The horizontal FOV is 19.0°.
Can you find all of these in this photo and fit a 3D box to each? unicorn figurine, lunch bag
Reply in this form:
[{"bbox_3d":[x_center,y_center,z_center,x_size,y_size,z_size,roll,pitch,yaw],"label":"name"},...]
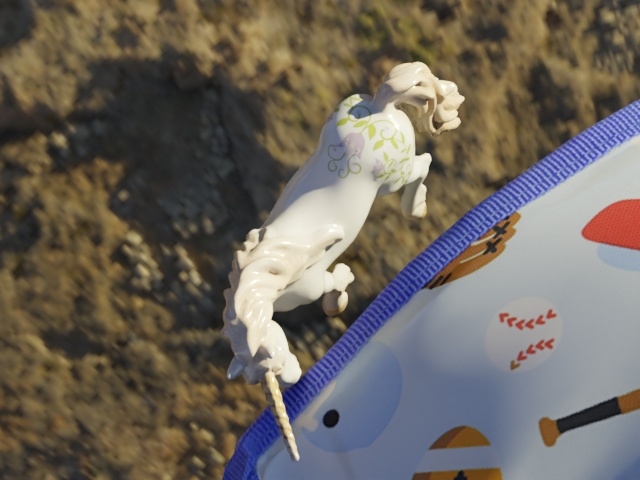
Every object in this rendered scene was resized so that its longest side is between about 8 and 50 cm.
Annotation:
[{"bbox_3d":[0.000,0.000,0.727,0.060,0.111,0.162,19,85,11],"label":"unicorn figurine"},{"bbox_3d":[0.195,0.108,0.672,0.385,0.239,0.328,-26,44,-16],"label":"lunch bag"}]
